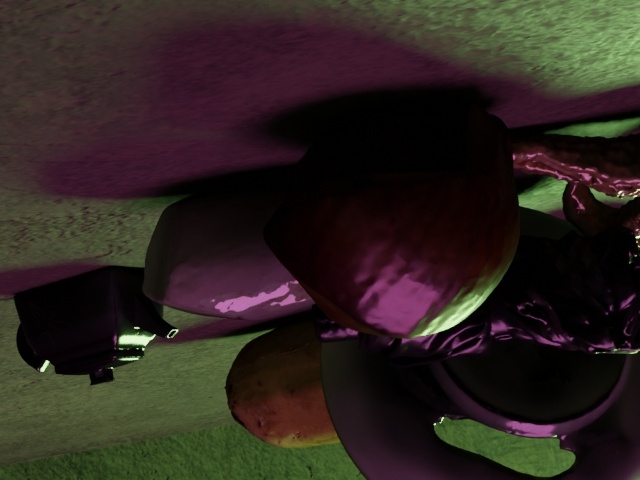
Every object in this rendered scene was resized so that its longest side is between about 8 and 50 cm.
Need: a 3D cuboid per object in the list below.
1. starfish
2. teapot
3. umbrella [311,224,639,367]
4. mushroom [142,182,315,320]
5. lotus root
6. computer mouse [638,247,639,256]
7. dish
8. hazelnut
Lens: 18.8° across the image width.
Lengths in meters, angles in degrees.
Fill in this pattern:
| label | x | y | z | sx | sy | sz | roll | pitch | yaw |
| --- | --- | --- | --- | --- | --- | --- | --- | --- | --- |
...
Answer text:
| label | x | y | z | sx | sy | sz | roll | pitch | yaw |
| --- | --- | --- | --- | --- | --- | --- | --- | --- | --- |
| starfish | 0.277 | -0.047 | 1.517 | 0.324 | 0.082 | 0.432 | 6 | 175 | 23 |
| teapot | -0.209 | 0.085 | 1.797 | 0.177 | 0.096 | 0.087 | -15 | 170 | 28 |
| umbrella | 0.127 | 0.049 | 1.561 | 0.272 | 0.110 | 0.122 | -5 | -152 | 11 |
| mushroom | 0.000 | 0.000 | 1.496 | 0.270 | 0.103 | 0.118 | -10 | -166 | -16 |
| lotus root | 0.015 | 0.165 | 2.332 | 0.284 | 0.146 | 0.160 | -15 | 133 | 36 |
| computer mouse | 0.317 | 0.016 | 2.052 | 0.128 | 0.079 | 0.231 | -13 | -174 | 32 |
| dish | 0.168 | 0.094 | 1.679 | 0.324 | 0.324 | 0.124 | -8 | 155 | -16 |
| hazelnut | 0.054 | -0.020 | 1.356 | 0.170 | 0.161 | 0.202 | -10 | -154 | 14 |
